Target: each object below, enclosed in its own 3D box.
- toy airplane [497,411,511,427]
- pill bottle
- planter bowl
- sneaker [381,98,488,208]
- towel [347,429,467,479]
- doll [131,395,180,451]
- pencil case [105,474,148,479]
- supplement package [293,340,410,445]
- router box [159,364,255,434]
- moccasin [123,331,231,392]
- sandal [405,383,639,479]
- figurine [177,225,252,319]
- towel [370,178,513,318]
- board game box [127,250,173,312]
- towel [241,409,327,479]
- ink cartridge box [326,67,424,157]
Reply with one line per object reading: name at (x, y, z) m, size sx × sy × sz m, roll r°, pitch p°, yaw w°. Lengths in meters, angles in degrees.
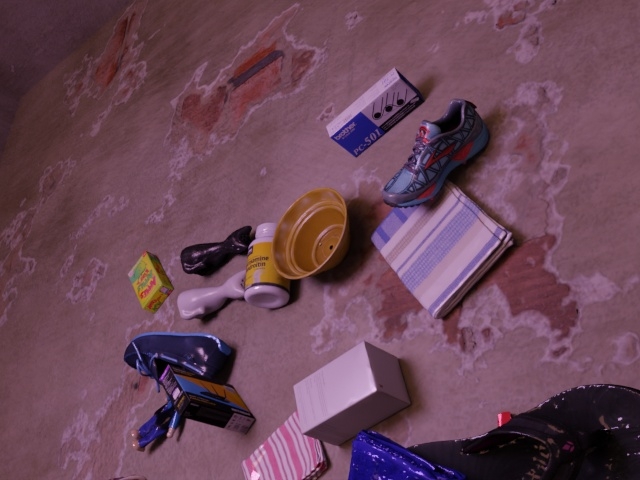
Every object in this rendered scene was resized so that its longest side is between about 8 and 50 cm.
toy airplane at (0.305, 0.327, 1.037) m, size 0.151 × 0.028 × 0.151 m, roll -23°, pitch 53°, yaw 34°
pill bottle at (-0.118, 0.056, 1.579) m, size 0.103 × 0.103 × 0.184 m, roll -23°, pitch 51°, yaw 34°
planter bowl at (0.000, 0.000, 1.505) m, size 0.217 × 0.090 × 0.217 m, roll -25°, pitch 49°, yaw 33°
sneaker at (0.205, -0.176, 1.337) m, size 0.262 × 0.125 × 0.104 m, roll -44°, pitch 39°, yaw -12°
towel at (0.102, 0.467, 1.041) m, size 0.228 × 0.076 × 0.308 m, roll 7°, pitch 89°, yaw 54°
doll at (-0.371, 0.425, 1.645) m, size 0.189 × 0.046 × 0.129 m, roll -44°, pitch 32°, yaw 7°
pencil case at (-0.556, 0.671, 1.589) m, size 0.410 × 0.160 × 0.183 m, roll -27°, pitch 34°, yaw 31°
supplement package at (0.055, 0.282, 1.258) m, size 0.179 × 0.105 × 0.105 m, roll -36°, pitch 44°, yaw 25°
router box at (-0.242, 0.339, 1.465) m, size 0.046 × 0.179 × 0.133 m, roll -57°, pitch 40°, yaw 5°
moccasin at (-0.370, 0.291, 1.655) m, size 0.342 × 0.138 × 0.116 m, roll -14°, pitch 47°, yaw 41°
sandal at (0.268, 0.331, 0.974) m, size 0.446 × 0.107 × 0.167 m, roll -32°, pitch 63°, yaw 34°
figurine at (-0.253, 0.082, 1.720) m, size 0.210 × 0.092 × 0.214 m, roll -24°, pitch 51°, yaw 28°
towel at (0.223, -0.002, 1.327) m, size 0.209 × 0.034 × 0.285 m, roll -51°, pitch 39°, yaw 12°
board game box at (-0.486, 0.116, 1.960) m, size 0.092 × 0.043 × 0.181 m, roll -51°, pitch 40°, yaw 8°
towel at (-0.078, 0.440, 1.353) m, size 0.197 × 0.029 × 0.144 m, roll -46°, pitch 41°, yaw 14°
ink cartridge box at (0.122, -0.286, 1.557) m, size 0.207 × 0.097 × 0.046 m, roll -38°, pitch 44°, yaw 23°
